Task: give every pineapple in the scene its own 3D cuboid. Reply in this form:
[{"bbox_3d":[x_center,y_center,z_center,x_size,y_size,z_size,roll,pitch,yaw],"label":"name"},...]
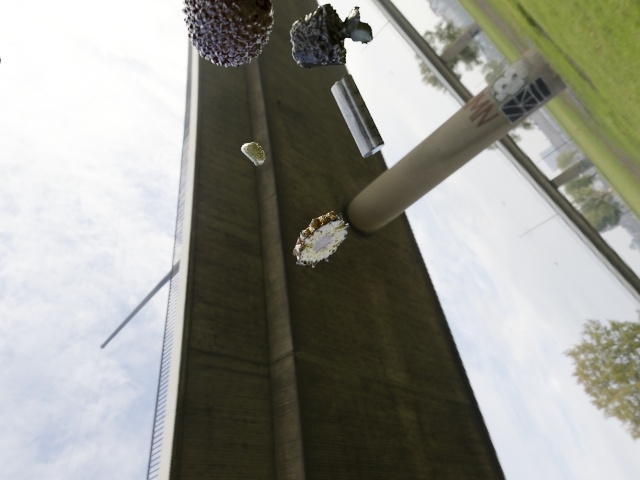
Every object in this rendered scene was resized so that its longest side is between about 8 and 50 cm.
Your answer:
[{"bbox_3d":[0.000,0.000,1.309,0.221,0.221,0.047,1,-141,-52],"label":"pineapple"}]

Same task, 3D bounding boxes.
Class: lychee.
[{"bbox_3d":[-0.312,-0.762,1.418,0.306,0.330,0.306,26,-158,-12],"label":"lychee"}]

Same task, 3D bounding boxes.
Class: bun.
[{"bbox_3d":[-0.217,-0.291,1.399,0.086,0.055,0.086,47,-179,-1],"label":"bun"}]

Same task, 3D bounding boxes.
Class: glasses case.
[{"bbox_3d":[0.142,-0.472,1.603,0.060,0.114,0.299,-21,-95,-37],"label":"glasses case"}]

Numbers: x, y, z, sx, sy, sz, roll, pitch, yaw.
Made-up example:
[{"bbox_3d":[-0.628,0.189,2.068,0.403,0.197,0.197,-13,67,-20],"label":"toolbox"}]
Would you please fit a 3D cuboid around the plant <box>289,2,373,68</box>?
[{"bbox_3d":[0.030,-0.515,1.066,0.142,0.203,0.131,-23,-78,-60],"label":"plant"}]
